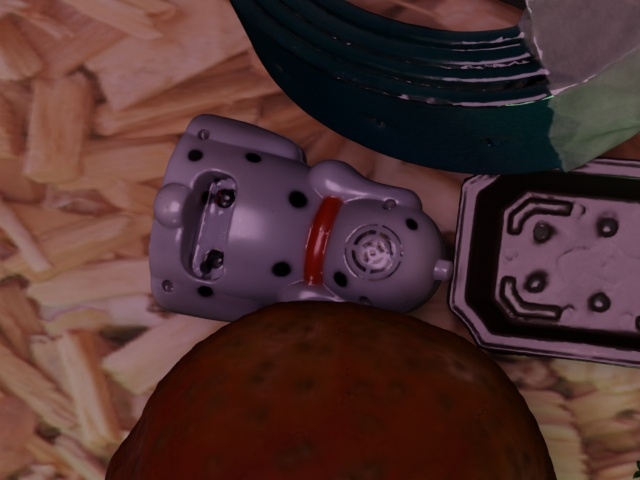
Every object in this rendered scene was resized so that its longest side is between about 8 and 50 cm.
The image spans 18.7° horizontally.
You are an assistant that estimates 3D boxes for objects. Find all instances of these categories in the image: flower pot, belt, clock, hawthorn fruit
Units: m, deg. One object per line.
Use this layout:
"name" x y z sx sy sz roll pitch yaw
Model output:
"flower pot" 0.244 0.020 1.686 0.250 0.084 0.179 6 87 15
"belt" 0.113 -0.224 1.668 0.436 0.173 0.300 19 75 25
"clock" -0.002 -0.001 1.699 0.253 0.189 0.189 11 87 15
"hawthorn fruit" 0.003 0.251 1.548 0.402 0.403 0.403 -1 84 13

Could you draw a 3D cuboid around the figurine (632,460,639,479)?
"figurine" 0.360 0.217 1.639 0.197 0.093 0.147 9 109 6
